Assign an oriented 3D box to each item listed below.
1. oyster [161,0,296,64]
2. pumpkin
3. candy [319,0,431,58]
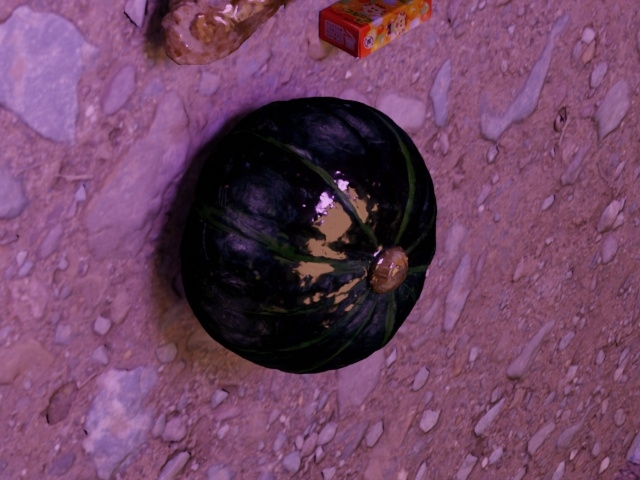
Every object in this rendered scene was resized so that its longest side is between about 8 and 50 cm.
[{"bbox_3d":[-0.067,-0.311,1.621,0.166,0.094,0.294,-13,119,-39],"label":"oyster"},{"bbox_3d":[0.000,0.000,1.816,0.315,0.238,0.315,-28,133,-34],"label":"pumpkin"},{"bbox_3d":[0.061,-0.246,1.861,0.122,0.062,0.038,-34,139,-34],"label":"candy"}]
